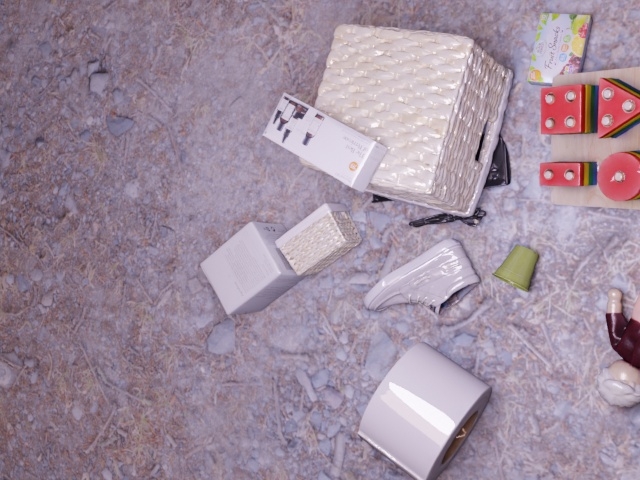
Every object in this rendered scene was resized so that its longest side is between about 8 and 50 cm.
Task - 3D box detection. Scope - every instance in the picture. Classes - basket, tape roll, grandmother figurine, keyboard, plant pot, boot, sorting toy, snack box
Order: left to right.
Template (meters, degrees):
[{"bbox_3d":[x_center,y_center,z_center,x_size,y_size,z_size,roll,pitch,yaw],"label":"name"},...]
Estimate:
[{"bbox_3d":[0.000,0.000,1.653,0.167,0.113,0.103,-37,75,23],"label":"basket"},{"bbox_3d":[0.174,-0.253,1.463,0.331,0.266,0.329,17,93,31],"label":"basket"},{"bbox_3d":[0.219,0.113,1.541,0.258,0.095,0.123,-37,66,21],"label":"boot"},{"bbox_3d":[0.217,0.355,1.454,0.169,0.246,0.246,32,103,24],"label":"tape roll"},{"bbox_3d":[0.261,-0.120,1.563,0.317,0.033,0.202,-6,80,29],"label":"keyboard"},{"bbox_3d":[0.410,0.053,1.457,0.083,0.083,0.079,28,90,26],"label":"plant pot"},{"bbox_3d":[0.488,-0.387,1.443,0.100,0.037,0.141,13,95,29],"label":"snack box"},{"bbox_3d":[0.525,-0.187,1.314,0.255,0.089,0.257,9,103,53],"label":"sorting toy"},{"bbox_3d":[0.629,0.167,1.326,0.208,0.104,0.343,42,113,51],"label":"grandmother figurine"}]

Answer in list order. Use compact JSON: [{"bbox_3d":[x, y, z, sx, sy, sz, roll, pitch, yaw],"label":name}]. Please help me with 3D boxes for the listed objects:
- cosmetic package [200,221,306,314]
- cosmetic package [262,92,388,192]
[{"bbox_3d":[-0.157,0.068,1.713,0.183,0.151,0.151,-37,72,21],"label":"cosmetic package"},{"bbox_3d":[0.005,-0.191,1.364,0.239,0.060,0.099,33,101,29],"label":"cosmetic package"}]
